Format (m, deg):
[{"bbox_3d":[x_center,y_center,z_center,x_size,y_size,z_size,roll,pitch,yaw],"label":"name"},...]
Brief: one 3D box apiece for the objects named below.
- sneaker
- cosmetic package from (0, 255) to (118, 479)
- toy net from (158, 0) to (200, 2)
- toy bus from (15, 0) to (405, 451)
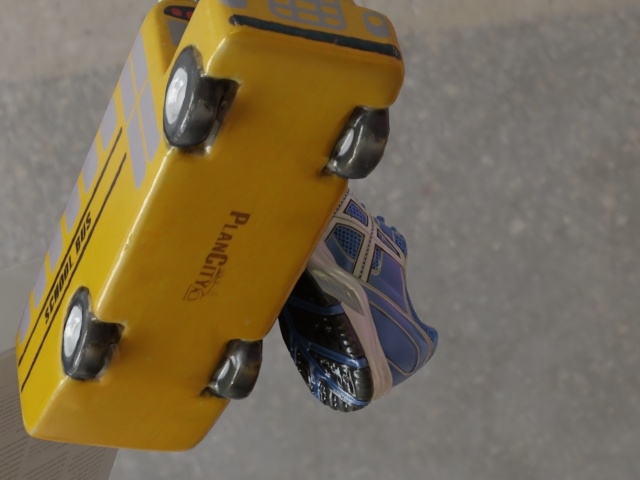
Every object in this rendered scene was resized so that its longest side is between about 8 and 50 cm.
[{"bbox_3d":[0.000,0.000,1.155,0.081,0.211,0.080,-18,171,-37],"label":"sneaker"},{"bbox_3d":[-0.260,0.174,1.331,0.097,0.377,0.284,21,105,16],"label":"cosmetic package"},{"bbox_3d":[-0.155,-0.171,2.000,0.045,0.122,0.232,-11,117,-32],"label":"toy net"},{"bbox_3d":[-0.071,-0.014,1.039,0.108,0.130,0.333,10,132,-22],"label":"toy bus"}]
